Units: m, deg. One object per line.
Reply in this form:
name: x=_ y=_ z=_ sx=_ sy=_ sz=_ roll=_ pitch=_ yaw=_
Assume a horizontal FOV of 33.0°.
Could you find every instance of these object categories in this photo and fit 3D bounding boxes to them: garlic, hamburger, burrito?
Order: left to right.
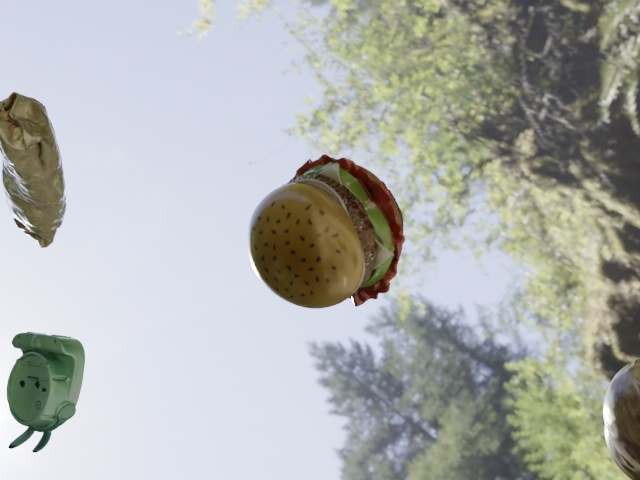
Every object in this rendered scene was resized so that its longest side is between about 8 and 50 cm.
burrito: x=-0.285 y=-0.070 z=1.065 sx=0.059 sy=0.082 sz=0.275 roll=-29 pitch=-11 yaw=-19
hamburger: x=-0.001 y=-0.003 z=1.174 sx=0.137 sy=0.175 sz=0.175 roll=-23 pitch=-54 yaw=-52
garlic: x=0.263 y=0.117 z=0.734 sx=0.147 sy=0.102 sz=0.159 roll=-12 pitch=-29 yaw=-22

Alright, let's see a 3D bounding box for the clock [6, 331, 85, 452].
clock: x=-0.319 y=0.173 z=1.234 sx=0.041 sy=0.101 sz=0.135 roll=15 pitch=-102 yaw=-51
